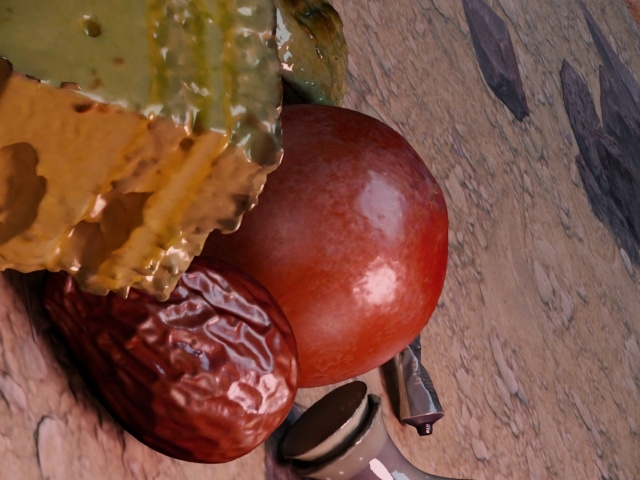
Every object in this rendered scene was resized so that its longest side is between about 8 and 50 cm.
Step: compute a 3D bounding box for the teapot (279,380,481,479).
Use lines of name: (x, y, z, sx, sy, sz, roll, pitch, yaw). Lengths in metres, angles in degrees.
teapot: (0.080, 0.257, 1.791, 0.251, 0.183, 0.183, 50, 26, -14)

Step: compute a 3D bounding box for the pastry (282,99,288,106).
pastry: (-0.114, -0.167, 1.805, 0.250, 0.102, 0.154, 34, 28, -57)

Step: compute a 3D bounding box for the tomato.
tomato: (0.000, 0.000, 1.726, 0.265, 0.265, 0.265, 50, 28, -39)

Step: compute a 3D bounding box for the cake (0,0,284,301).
cake: (-0.199, -0.110, 1.349, 0.286, 0.222, 0.227, 16, 44, -23)

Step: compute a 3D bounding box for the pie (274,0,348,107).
pie: (-0.056, -0.248, 1.824, 0.306, 0.071, 0.306, 50, 16, -21)

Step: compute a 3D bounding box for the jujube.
jujube: (-0.125, 0.077, 1.508, 0.236, 0.168, 0.168, 38, 33, -22)

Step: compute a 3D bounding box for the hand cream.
hand cream: (0.108, 0.096, 2.090, 0.075, 0.052, 0.247, 27, 57, -59)
